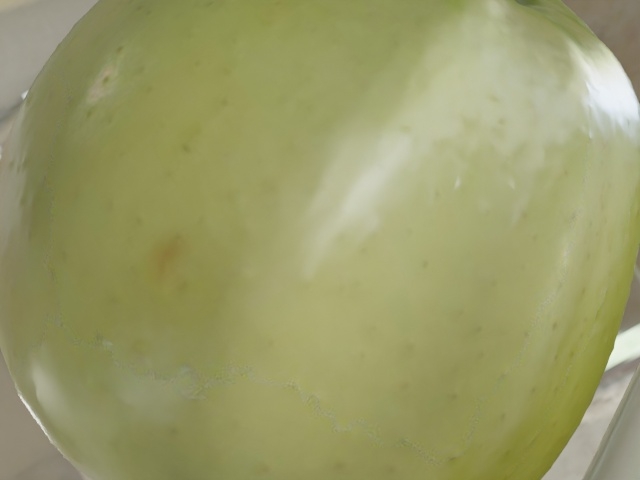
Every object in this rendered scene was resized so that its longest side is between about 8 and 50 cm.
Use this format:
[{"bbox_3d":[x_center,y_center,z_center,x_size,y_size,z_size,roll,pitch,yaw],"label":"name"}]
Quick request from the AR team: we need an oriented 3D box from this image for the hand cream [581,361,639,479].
[{"bbox_3d":[0.203,0.097,0.613,0.358,0.185,0.118,-54,175,-20],"label":"hand cream"}]

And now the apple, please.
[{"bbox_3d":[0.000,0.000,0.554,0.279,0.279,0.279,-31,-177,2],"label":"apple"}]
